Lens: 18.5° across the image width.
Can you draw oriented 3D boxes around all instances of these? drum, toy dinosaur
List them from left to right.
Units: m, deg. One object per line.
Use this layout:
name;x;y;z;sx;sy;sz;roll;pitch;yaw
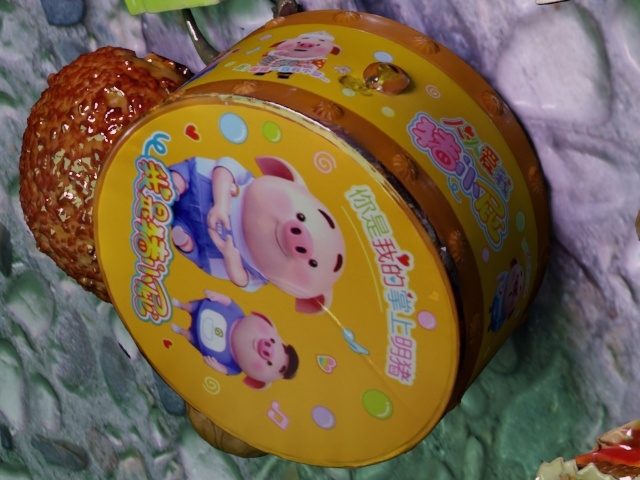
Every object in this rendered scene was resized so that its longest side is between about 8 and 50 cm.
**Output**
toy dinosaur;-0.064;-0.223;2.142;0.187;0.087;0.179;-38;48;38
drum;0.000;0.000;1.931;0.431;0.214;0.431;17;128;24

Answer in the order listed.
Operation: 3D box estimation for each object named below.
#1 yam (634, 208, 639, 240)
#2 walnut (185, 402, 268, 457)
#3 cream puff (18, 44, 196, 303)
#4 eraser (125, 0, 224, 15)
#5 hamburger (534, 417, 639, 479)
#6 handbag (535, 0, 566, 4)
yam;0.342;-0.099;1.649;0.317;0.071;0.067;109;162;-47
walnut;-0.080;0.155;2.287;0.167;0.167;0.207;37;135;34
cream puff;-0.223;-0.059;2.278;0.350;0.228;0.350;28;131;37
eraser;-0.173;-0.387;2.118;0.210;0.092;0.274;1;113;53
hamburger;0.316;0.292;1.806;0.274;0.212;0.274;29;133;35
handbag;0.212;-0.380;1.558;0.236;0.160;0.358;-4;108;58
